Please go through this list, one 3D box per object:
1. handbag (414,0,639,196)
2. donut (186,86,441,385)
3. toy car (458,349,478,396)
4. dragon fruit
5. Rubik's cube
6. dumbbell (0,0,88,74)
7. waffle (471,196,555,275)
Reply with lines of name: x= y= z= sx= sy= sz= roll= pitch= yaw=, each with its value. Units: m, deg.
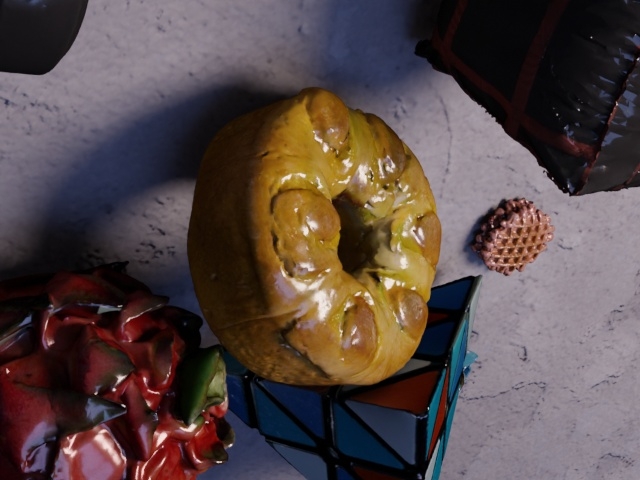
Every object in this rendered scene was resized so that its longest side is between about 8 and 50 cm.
handbag: x=0.175 y=-0.149 z=0.816 sx=0.155 sy=0.215 sz=0.169 roll=-5 pitch=134 yaw=-36
donut: x=-0.001 y=0.001 z=0.857 sx=0.114 sy=0.226 sz=0.226 roll=-9 pitch=148 yaw=34
toy car: x=0.073 y=0.156 z=1.123 sx=0.161 sy=0.098 sz=0.126 roll=-46 pitch=164 yaw=-23
dragon fruit: x=-0.209 y=0.132 z=0.856 sx=0.293 sy=0.233 sz=0.233 roll=-13 pitch=134 yaw=0
Rubik's cube: x=0.094 y=0.131 z=1.013 sx=0.234 sy=0.284 sz=0.250 roll=-47 pitch=117 yaw=-31
dumbbell: x=-0.240 y=-0.171 z=0.604 sx=0.218 sy=0.152 sz=0.152 roll=1 pitch=127 yaw=-30
waffle: x=0.183 y=-0.002 z=1.077 sx=0.075 sy=0.029 sz=0.083 roll=-42 pitch=137 yaw=10
